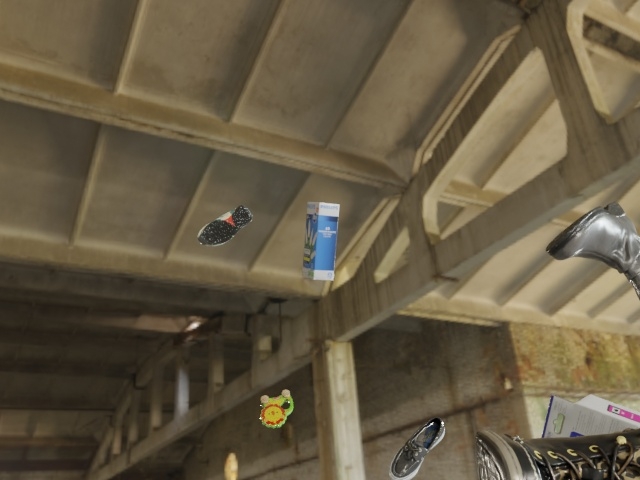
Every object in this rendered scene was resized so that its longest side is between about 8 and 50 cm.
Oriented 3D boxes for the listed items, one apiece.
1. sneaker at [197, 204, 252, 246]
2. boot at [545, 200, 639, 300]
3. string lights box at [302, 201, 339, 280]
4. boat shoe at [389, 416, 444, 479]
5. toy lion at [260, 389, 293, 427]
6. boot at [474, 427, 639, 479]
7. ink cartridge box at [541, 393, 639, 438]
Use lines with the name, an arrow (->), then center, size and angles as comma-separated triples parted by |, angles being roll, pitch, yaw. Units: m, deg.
sneaker -> -0.227, -0.023, 1.385 | 0.075, 0.057, 0.161 | -30, 8, 44
boot -> 0.656, 0.037, 1.339 | 0.338, 0.223, 0.118 | -18, -22, -40
string lights box -> 0.000, 0.000, 2.087 | 0.076, 0.260, 0.133 | 3, 3, -19
boat shoe -> 0.281, 0.597, 1.751 | 0.228, 0.080, 0.076 | -35, -41, -26
toy lion -> -0.121, 0.473, 1.688 | 0.100, 0.096, 0.034 | -12, -44, -17
boot -> 0.386, 0.353, 0.917 | 0.284, 0.138, 0.377 | -9, -27, 9
ink cartridge box -> 0.765, 0.509, 1.537 | 0.371, 0.069, 0.176 | 16, -56, 27
